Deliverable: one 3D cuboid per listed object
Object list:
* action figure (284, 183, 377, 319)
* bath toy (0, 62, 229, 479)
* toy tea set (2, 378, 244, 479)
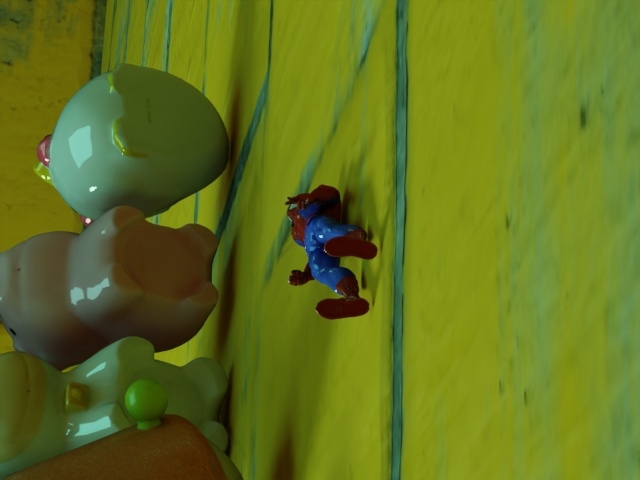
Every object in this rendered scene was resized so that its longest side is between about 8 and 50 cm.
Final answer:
[{"bbox_3d":[0.000,0.000,0.769,0.115,0.030,0.038,-115,27,-76],"label":"action figure"},{"bbox_3d":[-0.134,0.052,1.162,0.129,0.151,0.348,-50,31,47],"label":"bath toy"},{"bbox_3d":[-0.073,0.230,0.907,0.200,0.124,0.336,57,146,36],"label":"toy tea set"}]
